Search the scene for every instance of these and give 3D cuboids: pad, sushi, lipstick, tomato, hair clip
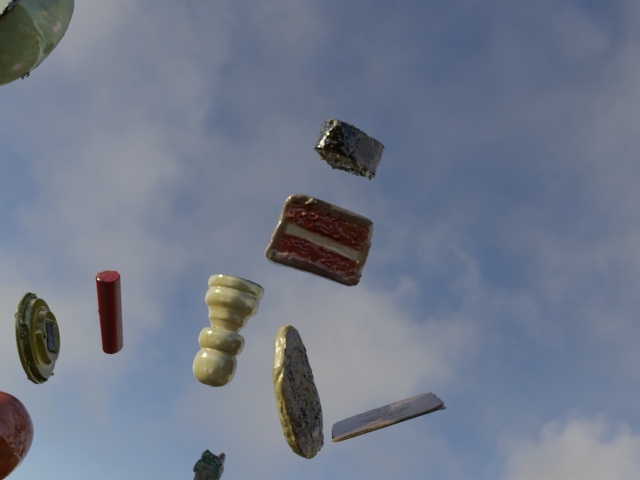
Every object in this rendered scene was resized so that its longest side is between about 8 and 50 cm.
[{"bbox_3d":[0.166,0.448,1.668,0.287,0.018,0.284,-17,-7,0],"label":"pad"},{"bbox_3d":[0.052,-0.161,1.163,0.091,0.078,0.150,20,-2,34],"label":"sushi"},{"bbox_3d":[-0.633,0.219,1.961,0.073,0.073,0.279,17,-58,15],"label":"lipstick"},{"bbox_3d":[-0.712,0.405,1.358,0.184,0.208,0.208,40,-15,53],"label":"tomato"},{"bbox_3d":[-0.341,0.729,1.758,0.110,0.358,0.095,25,5,-16],"label":"hair clip"}]

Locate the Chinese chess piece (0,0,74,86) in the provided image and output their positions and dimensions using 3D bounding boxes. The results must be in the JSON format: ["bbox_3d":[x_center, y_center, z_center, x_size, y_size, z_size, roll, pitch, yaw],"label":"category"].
[{"bbox_3d":[-0.750,-0.528,1.530,0.349,0.349,0.146,4,-25,30],"label":"Chinese chess piece"}]

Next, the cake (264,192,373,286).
[{"bbox_3d":[0.000,0.000,2.014,0.309,0.237,0.230,19,0,-7],"label":"cake"}]

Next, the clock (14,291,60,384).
[{"bbox_3d":[-0.699,0.242,1.636,0.057,0.237,0.237,-8,-38,-7],"label":"clock"}]

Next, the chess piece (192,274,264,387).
[{"bbox_3d":[-0.272,0.256,1.811,0.167,0.299,0.167,13,-19,5],"label":"chess piece"}]

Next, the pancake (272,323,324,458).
[{"bbox_3d":[-0.056,0.396,1.711,0.065,0.356,0.356,-15,-49,13],"label":"pancake"}]
